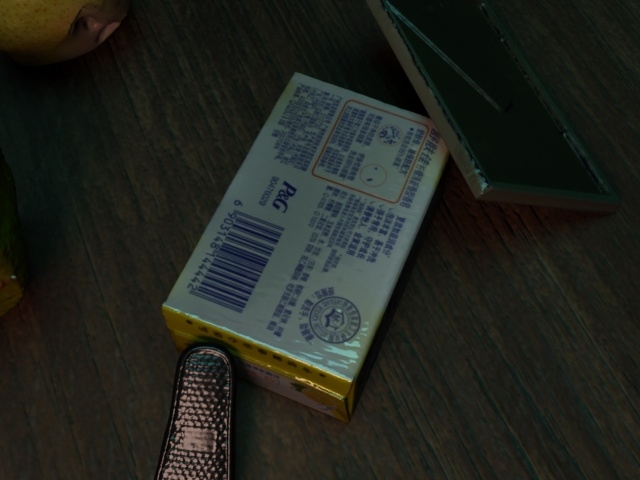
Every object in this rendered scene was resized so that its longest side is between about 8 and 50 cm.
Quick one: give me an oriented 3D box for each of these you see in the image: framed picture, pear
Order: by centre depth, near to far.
[{"bbox_3d":[0.153,-0.151,0.782,0.211,0.020,0.290,3,53,-42],"label":"framed picture"},{"bbox_3d":[-0.272,-0.256,0.815,0.177,0.178,0.178,1,60,-1],"label":"pear"}]

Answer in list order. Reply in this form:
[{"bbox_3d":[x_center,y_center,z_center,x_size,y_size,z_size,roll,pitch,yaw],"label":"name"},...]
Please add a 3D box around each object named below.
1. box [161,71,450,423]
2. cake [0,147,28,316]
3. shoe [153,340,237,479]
[{"bbox_3d":[0.000,0.000,0.714,0.168,0.097,0.265,19,62,9],"label":"box"},{"bbox_3d":[-0.371,0.008,0.653,0.260,0.179,0.156,-12,61,-5],"label":"cake"},{"bbox_3d":[-0.095,0.156,0.645,0.062,0.053,0.160,7,92,-6],"label":"shoe"}]
